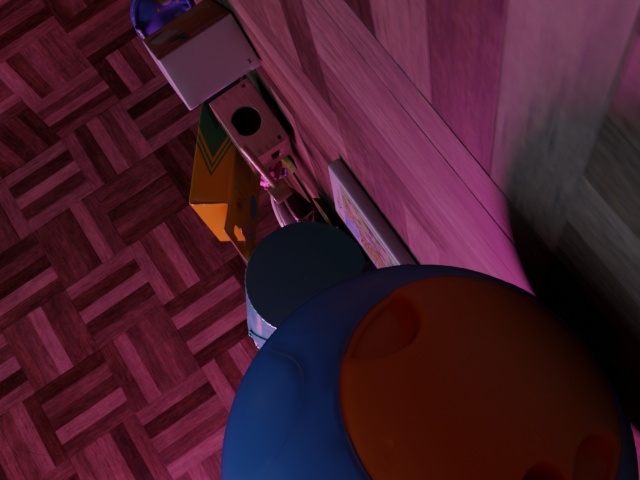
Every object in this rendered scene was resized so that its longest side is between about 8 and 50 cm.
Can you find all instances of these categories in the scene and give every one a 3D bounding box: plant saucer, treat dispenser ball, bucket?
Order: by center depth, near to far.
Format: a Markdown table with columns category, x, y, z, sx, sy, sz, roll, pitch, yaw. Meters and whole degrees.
| category | x | y | z | sx | sy | sz | roll | pitch | yaw |
| --- | --- | --- | --- | --- | --- | --- | --- | --- | --- |
| treat dispenser ball | 0.074 | 0.160 | 0.615 | 0.288 | 0.288 | 0.288 | 55 | 177 | 5 |
| bucket | -0.021 | 0.108 | 1.719 | 0.281 | 0.281 | 0.183 | 54 | 168 | 23 |
| plant saucer | 0.012 | -0.057 | 1.770 | 0.083 | 0.015 | 0.083 | 55 | 177 | 5 |

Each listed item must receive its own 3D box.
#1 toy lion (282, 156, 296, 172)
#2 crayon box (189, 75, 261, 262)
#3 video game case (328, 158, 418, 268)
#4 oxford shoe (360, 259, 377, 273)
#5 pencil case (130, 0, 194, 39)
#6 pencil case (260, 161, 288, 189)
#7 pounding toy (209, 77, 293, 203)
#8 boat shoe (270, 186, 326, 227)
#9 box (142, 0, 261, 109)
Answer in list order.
| category | x | y | z | sx | sy | sz | roll | pitch | yaw |
| --- | --- | --- | --- | --- | --- | --- | --- | --- | --- |
| toy lion | -0.082 | -0.179 | 1.832 | 0.096 | 0.034 | 0.100 | 50 | 179 | -24 |
| crayon box | -0.177 | -0.133 | 1.673 | 0.202 | 0.081 | 0.319 | 65 | -153 | -67 |
| video game case | 0.082 | 0.004 | 1.217 | 0.212 | 0.023 | 0.193 | 55 | 175 | 16 |
| oxford shoe | 0.138 | 0.134 | 1.331 | 0.096 | 0.082 | 0.227 | 58 | -171 | -75 |
| pencil case | -0.326 | -0.460 | 1.766 | 0.306 | 0.119 | 0.133 | -130 | 29 | -70 |
| pencil case | -0.135 | -0.188 | 1.986 | 0.209 | 0.095 | 0.098 | 61 | -151 | -77 |
| pounding toy | -0.093 | -0.170 | 1.485 | 0.206 | 0.094 | 0.181 | 55 | 177 | 6 |
| boat shoe | 0.000 | 0.000 | 2.048 | 0.335 | 0.095 | 0.112 | 61 | -149 | -21 |
| box | -0.185 | -0.290 | 1.324 | 0.091 | 0.130 | 0.170 | 58 | 175 | -29 |
